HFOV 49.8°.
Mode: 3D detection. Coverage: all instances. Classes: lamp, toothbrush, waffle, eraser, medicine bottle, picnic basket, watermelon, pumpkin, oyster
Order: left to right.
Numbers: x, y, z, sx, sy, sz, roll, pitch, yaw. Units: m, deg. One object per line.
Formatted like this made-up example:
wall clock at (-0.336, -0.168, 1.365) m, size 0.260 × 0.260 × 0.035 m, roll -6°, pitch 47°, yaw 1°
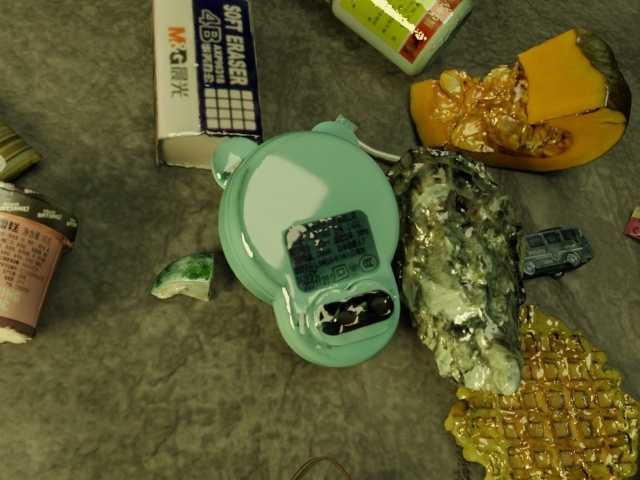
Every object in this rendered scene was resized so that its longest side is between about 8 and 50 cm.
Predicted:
watermelon at (-0.149, 0.050, 0.787) m, size 0.085 × 0.085 × 0.061 m, roll -42°, pitch 114°, yaw -30°
eraser at (-0.152, -0.233, 0.888) m, size 0.130 × 0.086 × 0.287 m, roll -1°, pitch 66°, yaw -19°
lamp at (-0.003, 0.004, 0.791) m, size 0.209 × 0.147 × 0.284 m, roll -15°, pitch 66°, yaw -20°
picnic basket at (0.004, 0.268, 0.713) m, size 0.072 × 0.072 × 0.083 m, roll -37°, pitch 94°, yaw -29°
medicine bottle at (0.097, -0.356, 1.003) m, size 0.225 × 0.139 × 0.139 m, roll 40°, pitch 60°, yaw 2°
toothbrush at (0.127, -0.093, 0.957) m, size 0.262 × 0.022 × 0.026 m, roll 34°, pitch 71°, yaw -1°
oyster at (0.172, 0.035, 0.830) m, size 0.158 × 0.162 × 0.351 m, roll 44°, pitch 28°, yaw -46°
pumpkin at (0.290, -0.197, 0.965) m, size 0.280 × 0.190 × 0.139 m, roll 4°, pitch 65°, yaw -16°
waffle at (0.280, 0.214, 0.847) m, size 0.245 × 0.052 × 0.254 m, roll 39°, pitch 60°, yaw 4°

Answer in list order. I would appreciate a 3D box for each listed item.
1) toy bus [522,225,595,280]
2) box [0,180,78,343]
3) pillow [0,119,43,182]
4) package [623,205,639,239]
toy bus at (0.294, 0.022, 0.946) m, size 0.165 × 0.047 × 0.065 m, roll -10°, pitch 66°, yaw -22°
box at (-0.328, 0.027, 0.674) m, size 0.151 × 0.151 × 0.135 m, roll 11°, pitch 71°, yaw -14°
pillow at (-0.425, -0.128, 0.771) m, size 0.203 × 0.038 × 0.113 m, roll 40°, pitch 60°, yaw 3°
package at (0.507, -0.013, 1.047) m, size 0.083 × 0.029 × 0.059 m, roll 29°, pitch 67°, yaw 8°
